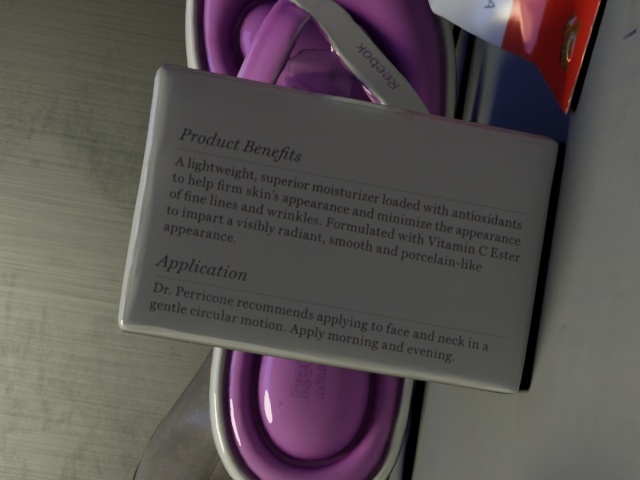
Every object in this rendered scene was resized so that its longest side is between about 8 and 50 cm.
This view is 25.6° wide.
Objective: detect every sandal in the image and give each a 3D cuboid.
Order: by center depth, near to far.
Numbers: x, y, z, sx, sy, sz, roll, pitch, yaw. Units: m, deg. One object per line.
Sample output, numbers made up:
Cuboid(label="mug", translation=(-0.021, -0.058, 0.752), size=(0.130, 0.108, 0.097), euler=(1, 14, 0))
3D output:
Cuboid(label="sandal", translation=(0.007, -0.044, 0.845), size=(0.102, 0.169, 0.416), euler=(124, 142, -84))

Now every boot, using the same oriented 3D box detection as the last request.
Cuboid(label="boot", translation=(-0.053, 0.086, 1.118), size=(0.223, 0.118, 0.338), euler=(106, -174, -48))

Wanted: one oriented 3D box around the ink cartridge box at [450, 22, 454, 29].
Cuboid(label="ink cartridge box", translation=(0.035, -0.118, 1.027), size=(0.153, 0.087, 0.208), euler=(-89, 9, -58))

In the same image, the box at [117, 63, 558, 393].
Cuboid(label="box", translation=(0.000, 0.000, 0.690), size=(0.182, 0.181, 0.119), euler=(152, 128, -84))

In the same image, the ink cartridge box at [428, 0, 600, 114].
Cuboid(label="ink cartridge box", translation=(0.099, -0.187, 0.677), size=(0.232, 0.066, 0.189), euler=(-83, 4, -66))
